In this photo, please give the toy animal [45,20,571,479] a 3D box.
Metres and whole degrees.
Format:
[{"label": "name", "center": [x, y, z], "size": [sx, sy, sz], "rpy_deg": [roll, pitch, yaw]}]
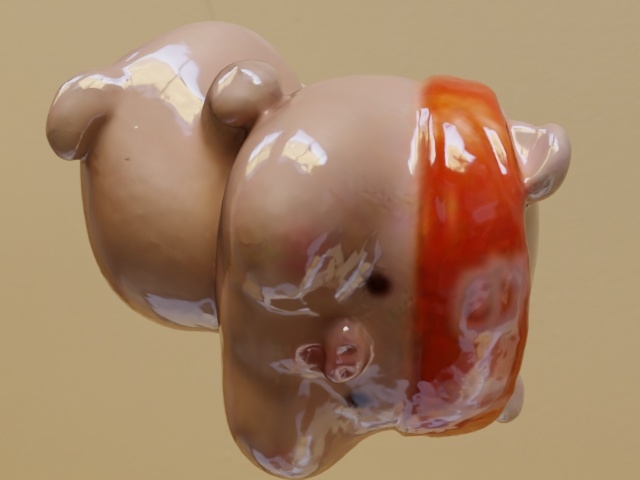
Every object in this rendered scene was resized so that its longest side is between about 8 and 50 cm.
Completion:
[{"label": "toy animal", "center": [0.000, 0.000, 0.522], "size": [0.198, 0.171, 0.171], "rpy_deg": [23, -57, 30]}]
